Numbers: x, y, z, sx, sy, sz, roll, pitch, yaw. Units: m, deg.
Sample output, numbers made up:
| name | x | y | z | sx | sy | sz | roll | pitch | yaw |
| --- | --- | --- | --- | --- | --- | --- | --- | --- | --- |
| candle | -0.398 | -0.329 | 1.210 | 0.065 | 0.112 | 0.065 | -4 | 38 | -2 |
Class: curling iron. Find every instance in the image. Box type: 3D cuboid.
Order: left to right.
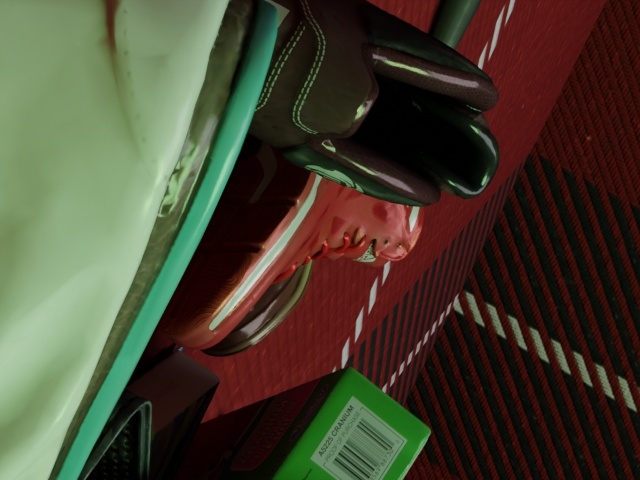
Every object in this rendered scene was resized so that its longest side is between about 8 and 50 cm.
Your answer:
| name | x | y | z | sx | sy | sz | roll | pitch | yaw |
| --- | --- | --- | --- | --- | --- | --- | --- | --- | --- |
| curling iron | 0.129 | -0.220 | 1.252 | 0.068 | 0.035 | 0.274 | -48 | 163 | -51 |

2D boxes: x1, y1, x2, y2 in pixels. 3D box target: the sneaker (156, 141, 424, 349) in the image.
| name | x | y | z | sx | sy | sz | roll | pitch | yaw |
| --- | --- | --- | --- | --- | --- | --- | --- | --- | --- |
| sneaker | 0.000 | 0.000 | 0.928 | 0.221 | 0.087 | 0.128 | -55 | 128 | -25 |

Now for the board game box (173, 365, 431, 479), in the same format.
| name | x | y | z | sx | sy | sz | roll | pitch | yaw |
| --- | --- | --- | --- | --- | --- | --- | --- | --- | --- |
| board game box | -0.080 | 0.211 | 0.994 | 0.242 | 0.064 | 0.316 | -54 | -170 | -24 |

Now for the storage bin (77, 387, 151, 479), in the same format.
| name | x | y | z | sx | sy | sz | roll | pitch | yaw |
| --- | --- | --- | --- | --- | --- | --- | --- | --- | --- |
| storage bin | -0.145 | 0.130 | 0.730 | 0.122 | 0.084 | 0.180 | -55 | 169 | -29 |

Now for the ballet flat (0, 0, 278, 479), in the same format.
| name | x | y | z | sx | sy | sz | roll | pitch | yaw |
| --- | --- | --- | --- | --- | --- | --- | --- | --- | --- |
| ballet flat | -0.135 | 0.077 | 0.509 | 0.400 | 0.139 | 0.139 | -68 | 168 | 22 |

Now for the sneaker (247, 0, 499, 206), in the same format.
| name | x | y | z | sx | sy | sz | roll | pitch | yaw |
| --- | --- | --- | --- | --- | --- | --- | --- | --- | --- |
| sneaker | 0.012 | -0.066 | 0.737 | 0.106 | 0.162 | 0.281 | -63 | 169 | 11 |

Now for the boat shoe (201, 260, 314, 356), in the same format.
| name | x | y | z | sx | sy | sz | roll | pitch | yaw |
| --- | --- | --- | --- | --- | --- | --- | --- | --- | --- |
| boat shoe | -0.033 | -0.007 | 1.001 | 0.178 | 0.064 | 0.060 | -57 | 139 | -29 |

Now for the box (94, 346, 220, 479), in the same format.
| name | x | y | z | sx | sy | sz | roll | pitch | yaw |
| --- | --- | --- | --- | --- | --- | --- | --- | --- | --- |
| box | -0.122 | 0.138 | 0.980 | 0.109 | 0.042 | 0.178 | -63 | 169 | 21 |
